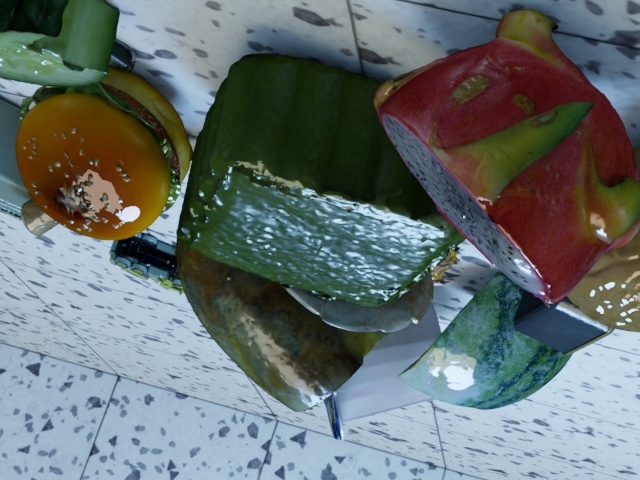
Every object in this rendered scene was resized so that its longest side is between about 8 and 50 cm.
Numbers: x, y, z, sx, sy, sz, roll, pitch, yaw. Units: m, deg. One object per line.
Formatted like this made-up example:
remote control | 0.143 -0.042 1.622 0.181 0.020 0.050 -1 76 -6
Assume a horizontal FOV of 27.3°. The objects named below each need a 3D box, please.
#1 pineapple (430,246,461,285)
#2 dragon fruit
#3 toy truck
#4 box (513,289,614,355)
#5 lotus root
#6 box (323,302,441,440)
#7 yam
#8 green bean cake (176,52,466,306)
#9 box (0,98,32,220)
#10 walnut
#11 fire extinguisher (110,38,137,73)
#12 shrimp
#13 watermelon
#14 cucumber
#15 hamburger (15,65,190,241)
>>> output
pineapple | 0.107 0.021 1.993 0.225 0.076 0.225 18 163 6
dragon fruit | 0.209 -0.084 1.324 0.290 0.189 0.290 53 178 3
toy truck | -0.314 0.042 2.455 0.169 0.077 0.100 21 159 -13
box | 0.342 0.062 1.776 0.090 0.144 0.201 23 163 -3
lotus root | -0.070 0.069 1.948 0.346 0.250 0.250 54 152 -11
box | 0.101 0.201 2.205 0.206 0.291 0.262 -12 122 -5
yam | -0.320 -0.084 1.932 0.300 0.066 0.066 -25 142 24
green bean cake | 0.013 -0.078 1.606 0.335 0.218 0.319 16 155 -15
box | -0.492 -0.129 2.021 0.210 0.148 0.129 28 152 -35
walnut | 0.379 0.004 1.470 0.225 0.225 0.261 24 163 -17
fire extinguisher | -0.260 -0.239 1.662 0.038 0.025 0.083 -24 139 31
shrimp | 0.000 0.000 1.803 0.360 0.247 0.085 34 133 -6
watermelon | 0.273 0.166 2.099 0.176 0.260 0.256 18 151 51
cucumber | -0.337 -0.255 1.536 0.191 0.130 0.191 15 166 4
hamburger | -0.302 -0.108 1.755 0.246 0.170 0.246 14 136 13
